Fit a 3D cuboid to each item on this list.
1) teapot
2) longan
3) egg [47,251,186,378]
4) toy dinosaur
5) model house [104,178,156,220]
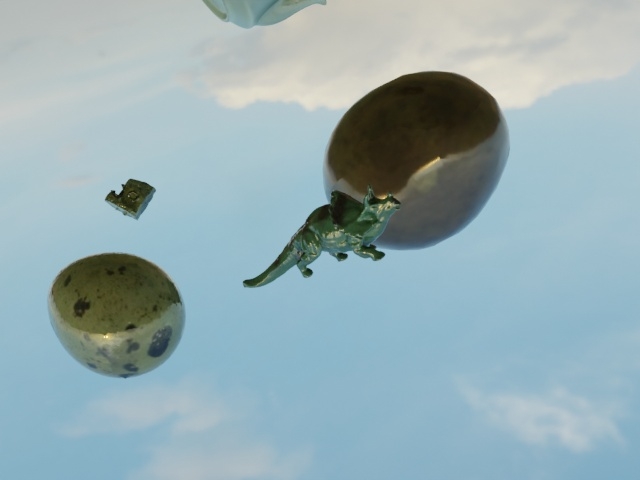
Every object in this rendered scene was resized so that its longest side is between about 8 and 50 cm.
[{"bbox_3d":[-0.087,-0.345,1.031,0.159,0.232,0.159,-24,-149,16],"label":"teapot"},{"bbox_3d":[0.191,-0.159,1.819,0.404,0.336,0.404,-36,-168,9],"label":"longan"},{"bbox_3d":[-0.299,0.101,1.290,0.228,0.177,0.177,21,-143,35],"label":"egg"},{"bbox_3d":[0.013,0.012,1.375,0.292,0.120,0.079,-43,-171,33],"label":"toy dinosaur"},{"bbox_3d":[-0.407,-0.097,1.928,0.078,0.066,0.083,28,-102,11],"label":"model house"}]
